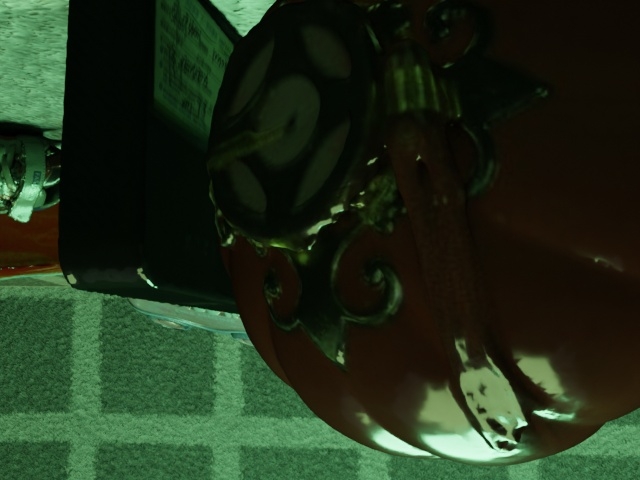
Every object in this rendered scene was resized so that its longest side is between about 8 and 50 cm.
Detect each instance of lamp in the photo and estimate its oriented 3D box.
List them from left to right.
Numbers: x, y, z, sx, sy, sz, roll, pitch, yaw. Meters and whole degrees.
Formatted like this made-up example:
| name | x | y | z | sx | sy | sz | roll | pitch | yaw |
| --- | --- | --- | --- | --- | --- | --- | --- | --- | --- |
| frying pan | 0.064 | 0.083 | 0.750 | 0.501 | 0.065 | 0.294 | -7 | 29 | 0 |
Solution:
| name | x | y | z | sx | sy | sz | roll | pitch | yaw |
| --- | --- | --- | --- | --- | --- | --- | --- | --- | --- |
| lamp | 0.074 | -0.034 | 0.476 | 0.257 | 0.303 | 0.303 | 14 | 165 | -42 |

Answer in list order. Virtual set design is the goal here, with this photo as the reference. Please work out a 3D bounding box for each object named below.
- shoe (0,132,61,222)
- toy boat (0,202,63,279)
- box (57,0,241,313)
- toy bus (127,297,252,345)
| name | x | y | z | sx | sy | sz | roll | pitch | yaw |
| --- | --- | --- | --- | --- | --- | --- | --- | --- | --- |
| shoe | -0.337 | -0.071 | 0.960 | 0.125 | 0.099 | 0.227 | 8 | 179 | 10 |
| toy boat | -0.511 | -0.010 | 1.265 | 0.133 | 0.145 | 0.331 | -15 | 167 | 42 |
| box | -0.086 | -0.055 | 0.662 | 0.058 | 0.211 | 0.350 | -3 | 171 | 12 |
| toy bus | -0.154 | 0.023 | 1.265 | 0.294 | 0.197 | 0.232 | 12 | 164 | 11 |
